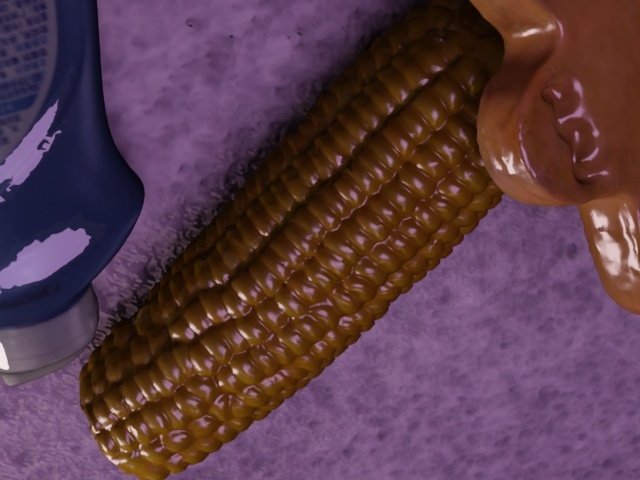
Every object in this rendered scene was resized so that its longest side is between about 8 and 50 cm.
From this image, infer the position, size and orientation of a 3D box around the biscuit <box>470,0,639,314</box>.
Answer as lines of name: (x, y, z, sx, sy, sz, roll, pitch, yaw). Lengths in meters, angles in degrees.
biscuit: (0.163, -0.137, 0.596, 0.275, 0.052, 0.355, -40, 116, -36)

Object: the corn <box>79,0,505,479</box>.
corn: (0.000, 0.000, 0.655, 0.363, 0.120, 0.120, -45, 120, 12)

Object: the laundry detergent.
laundry detergent: (-0.172, -0.053, 0.592, 0.143, 0.094, 0.290, -17, 123, -15)
